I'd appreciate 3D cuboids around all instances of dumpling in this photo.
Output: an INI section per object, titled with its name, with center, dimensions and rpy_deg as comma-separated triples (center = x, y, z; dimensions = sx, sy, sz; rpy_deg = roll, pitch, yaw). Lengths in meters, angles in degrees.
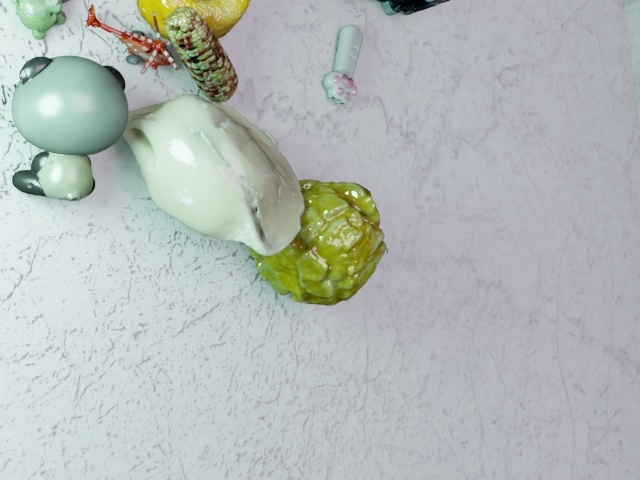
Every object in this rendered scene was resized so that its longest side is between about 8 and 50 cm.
[dumpling]
center = -0.179, -0.152, 1.734
dimensions = 0.395, 0.233, 0.315
rpy_deg = 40, 45, 7

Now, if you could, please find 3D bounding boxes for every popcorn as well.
[popcorn]
center = -0.004, 0.009, 1.891
dimensions = 0.247, 0.282, 0.282
rpy_deg = -39, 112, -42

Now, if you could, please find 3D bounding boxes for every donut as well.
[donut]
center = -0.252, -0.514, 1.809
dimensions = 0.253, 0.118, 0.253
rpy_deg = 0, 89, -30

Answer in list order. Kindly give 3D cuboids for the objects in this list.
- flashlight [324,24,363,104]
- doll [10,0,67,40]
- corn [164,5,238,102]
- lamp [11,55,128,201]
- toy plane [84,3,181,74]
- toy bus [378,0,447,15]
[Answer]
[flashlight]
center = 0.063, -0.418, 2.139
dimensions = 0.093, 0.047, 0.200
rpy_deg = 27, 68, -39
[doll]
center = -0.480, -0.433, 1.602
dimensions = 0.115, 0.077, 0.150
rpy_deg = 57, 39, -37
[corn]
center = -0.231, -0.365, 1.763
dimensions = 0.253, 0.086, 0.086
rpy_deg = 58, 45, -58
[lamp]
center = -0.432, -0.194, 1.556
dimensions = 0.197, 0.197, 0.244
rpy_deg = -1, 109, -44
[toy plane]
center = -0.359, -0.369, 1.707
dimensions = 0.194, 0.077, 0.126
rpy_deg = -6, 88, -42
[toy bus]
center = 0.160, -0.679, 2.188
dimensions = 0.323, 0.162, 0.194
rpy_deg = 8, 79, -45
